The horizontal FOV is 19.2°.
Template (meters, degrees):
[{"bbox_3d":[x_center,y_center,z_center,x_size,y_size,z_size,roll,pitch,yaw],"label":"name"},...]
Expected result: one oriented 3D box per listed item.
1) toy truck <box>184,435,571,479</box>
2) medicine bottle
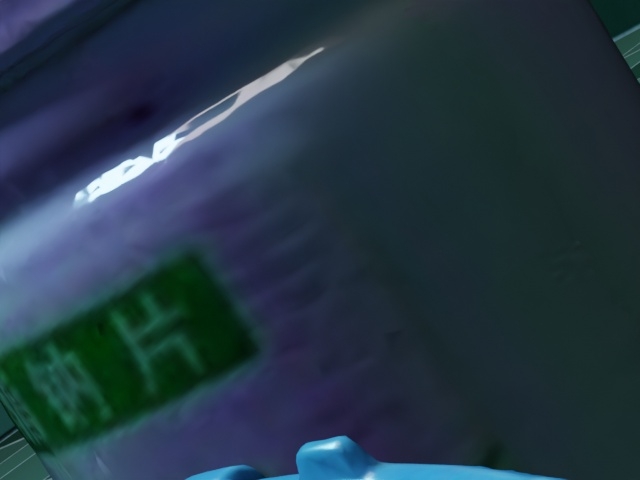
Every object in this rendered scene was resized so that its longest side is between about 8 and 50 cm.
[{"bbox_3d":[-0.067,0.177,0.269,0.162,0.161,0.385,-14,16,41],"label":"toy truck"},{"bbox_3d":[0.000,0.000,0.558,0.212,0.325,0.212,-32,6,4],"label":"medicine bottle"}]
